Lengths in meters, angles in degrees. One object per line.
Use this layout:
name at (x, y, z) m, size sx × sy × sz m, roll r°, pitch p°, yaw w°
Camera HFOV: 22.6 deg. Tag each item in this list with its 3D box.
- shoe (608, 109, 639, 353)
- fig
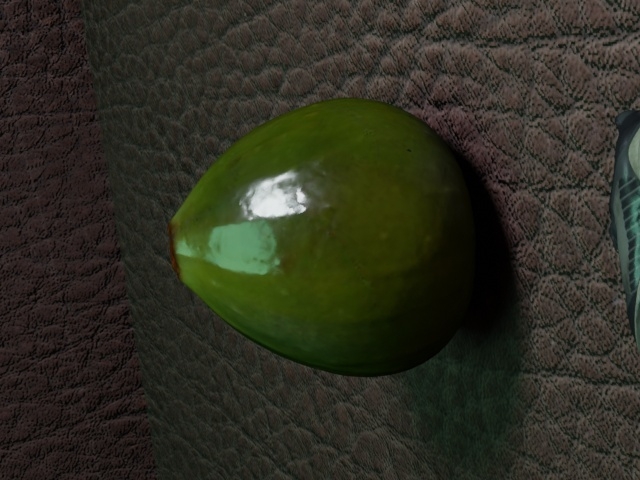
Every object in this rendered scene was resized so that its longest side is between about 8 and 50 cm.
shoe at (0.276, -0.009, 1.278) m, size 0.112 × 0.099 × 0.227 m, roll -138°, pitch 45°, yaw -67°
fig at (0.000, 0.000, 1.661) m, size 0.316 × 0.316 × 0.316 m, roll 168°, pitch 90°, yaw -69°
